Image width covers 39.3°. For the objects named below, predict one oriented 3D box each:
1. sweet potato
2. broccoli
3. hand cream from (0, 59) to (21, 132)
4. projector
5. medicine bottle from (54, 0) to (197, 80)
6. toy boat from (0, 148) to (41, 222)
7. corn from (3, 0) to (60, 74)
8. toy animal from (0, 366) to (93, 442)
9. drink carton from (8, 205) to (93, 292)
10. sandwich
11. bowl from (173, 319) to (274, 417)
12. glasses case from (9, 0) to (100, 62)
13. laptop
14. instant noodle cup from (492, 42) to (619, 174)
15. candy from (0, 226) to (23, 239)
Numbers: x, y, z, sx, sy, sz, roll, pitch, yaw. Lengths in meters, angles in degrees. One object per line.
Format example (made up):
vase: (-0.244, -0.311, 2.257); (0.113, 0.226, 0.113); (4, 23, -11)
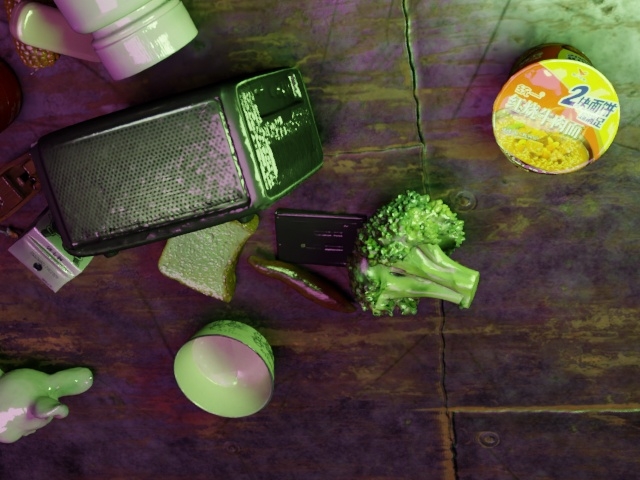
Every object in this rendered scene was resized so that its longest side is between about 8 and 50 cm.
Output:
sweet potato: (-0.037, 0.092, 1.942); (0.264, 0.057, 0.057); (28, 122, -4)
broccoli: (0.176, 0.028, 1.751); (0.259, 0.288, 0.235); (-6, 80, 14)
hand cream: (-0.719, -0.288, 1.822); (0.193, 0.125, 0.193); (5, 121, 8)
projector: (-0.235, -0.148, 1.623); (0.405, 0.395, 0.242); (-13, 100, 18)
medicine bottle: (-0.388, -0.491, 1.577); (0.213, 0.213, 0.379); (-19, 114, 22)
toy boat: (-0.662, -0.112, 1.919); (0.321, 0.121, 0.089); (-32, 104, 27)
corn: (-0.551, -0.464, 1.699); (0.101, 0.101, 0.310); (2, 119, 11)
toy animal: (-0.754, 0.366, 2.180); (0.367, 0.196, 0.241); (9, 120, 9)
drink carton: (-0.537, -0.011, 1.889); (0.102, 0.222, 0.134); (-33, 109, 27)
sandwich: (-0.243, 0.010, 1.931); (0.186, 0.065, 0.215); (24, 122, -2)
bowl: (-0.208, 0.276, 2.045); (0.237, 0.126, 0.238); (5, 121, 9)
glasses case: (-0.483, -0.392, 1.686); (0.196, 0.050, 0.083); (9, 107, -43)
laptop: (0.000, 0.000, 1.902); (0.197, 0.016, 0.135); (4, 122, 10)
instant noodle cup: (0.408, -0.244, 1.576); (0.213, 0.174, 0.213); (5, 120, 9)
candy: (-0.712, -0.016, 2.032); (0.201, 0.060, 0.060); (18, 123, 12)
